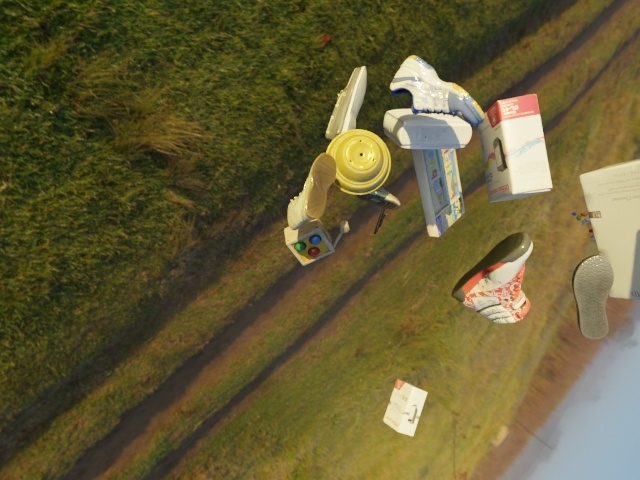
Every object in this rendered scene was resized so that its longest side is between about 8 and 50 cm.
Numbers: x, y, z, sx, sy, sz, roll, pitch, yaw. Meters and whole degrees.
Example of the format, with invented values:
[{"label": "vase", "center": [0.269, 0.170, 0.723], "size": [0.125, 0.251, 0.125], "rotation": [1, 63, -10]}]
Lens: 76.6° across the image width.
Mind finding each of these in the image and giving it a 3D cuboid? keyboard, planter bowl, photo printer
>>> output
[{"label": "keyboard", "center": [0.315, -0.120, 2.041], "size": [0.100, 0.038, 0.192], "rotation": [97, 14, -71]}, {"label": "planter bowl", "center": [0.123, -0.260, 1.279], "size": [0.217, 0.217, 0.090], "rotation": [-50, 178, -5]}, {"label": "photo printer", "center": [0.376, -0.419, 1.498], "size": [0.255, 0.308, 0.107], "rotation": [-1, 115, -4]}]

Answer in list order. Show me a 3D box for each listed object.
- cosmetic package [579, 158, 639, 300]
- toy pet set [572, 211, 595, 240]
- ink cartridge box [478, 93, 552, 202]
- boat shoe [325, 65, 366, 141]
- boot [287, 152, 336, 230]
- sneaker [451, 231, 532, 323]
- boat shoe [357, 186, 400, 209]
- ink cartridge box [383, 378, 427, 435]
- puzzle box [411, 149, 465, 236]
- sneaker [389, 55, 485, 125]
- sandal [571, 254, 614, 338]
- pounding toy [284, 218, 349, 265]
[{"label": "cosmetic package", "center": [0.900, -0.032, 1.116], "size": [0.156, 0.217, 0.385], "rotation": [-16, 91, -15]}, {"label": "toy pet set", "center": [0.948, -0.038, 1.414], "size": [0.114, 0.122, 0.065], "rotation": [3, 126, -2]}, {"label": "ink cartridge box", "center": [0.642, -0.297, 1.362], "size": [0.226, 0.131, 0.307], "rotation": [22, 61, -86]}, {"label": "boat shoe", "center": [0.099, -0.510, 1.515], "size": [0.109, 0.091, 0.305], "rotation": [29, 76, -68]}, {"label": "boot", "center": [-0.031, -0.142, 1.201], "size": [0.077, 0.165, 0.213], "rotation": [22, 68, -19]}, {"label": "sneaker", "center": [0.423, 0.095, 0.906], "size": [0.090, 0.145, 0.270], "rotation": [-51, 172, -35]}, {"label": "boat shoe", "center": [0.213, -0.167, 1.446], "size": [0.189, 0.068, 0.072], "rotation": [19, 63, -35]}, {"label": "ink cartridge box", "center": [0.257, 0.507, 1.236], "size": [0.056, 0.099, 0.135], "rotation": [26, 79, -17]}, {"label": "puzzle box", "center": [0.531, -0.255, 1.799], "size": [0.272, 0.052, 0.409], "rotation": [-35, 117, -36]}, {"label": "sneaker", "center": [0.341, -0.412, 1.206], "size": [0.131, 0.296, 0.112], "rotation": [-51, 164, 12]}, {"label": "sandal", "center": [0.771, 0.158, 1.162], "size": [0.054, 0.097, 0.255], "rotation": [-47, 133, -64]}, {"label": "pounding toy", "center": [0.009, 0.003, 1.416], "size": [0.205, 0.094, 0.181], "rotation": [-25, 131, 12]}]
